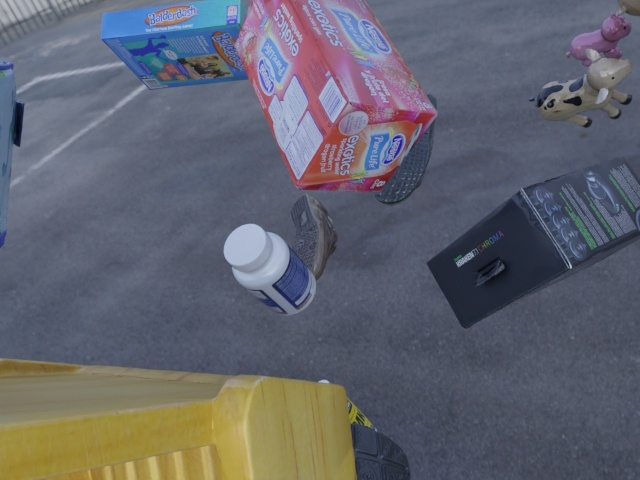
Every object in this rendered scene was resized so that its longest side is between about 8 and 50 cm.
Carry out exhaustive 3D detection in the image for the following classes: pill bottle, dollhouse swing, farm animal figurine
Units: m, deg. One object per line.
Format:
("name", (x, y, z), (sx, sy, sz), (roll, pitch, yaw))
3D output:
("pill bottle", (-0.056, 0.032, 0.644), (0.067, 0.120, 0.067), (-12, 57, 19))
("pill bottle", (0.049, 0.484, 1.573), (0.119, 0.208, 0.119), (-37, 15, 12))
("dollhouse swing", (-0.193, 0.223, 0.422), (0.346, 0.315, 0.305), (-5, 4, 34))
("farm animal figurine", (0.464, -0.286, 0.800), (0.172, 0.330, 0.327), (9, 26, -36))

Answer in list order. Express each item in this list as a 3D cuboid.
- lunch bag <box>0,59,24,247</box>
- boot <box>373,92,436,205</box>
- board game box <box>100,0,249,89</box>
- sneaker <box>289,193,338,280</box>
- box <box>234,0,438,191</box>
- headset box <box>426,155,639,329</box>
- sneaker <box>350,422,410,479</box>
("lunch bag", (-0.246, -0.029, 0.341), (0.090, 0.176, 0.219), (10, 10, -18))
("boot", (0.173, -0.139, 1.093), (0.083, 0.161, 0.247), (14, 66, 19))
("board game box", (-0.201, -0.298, 0.900), (0.210, 0.160, 0.047), (-2, 77, 9))
("sneaker", (0.000, 0.000, 0.839), (0.066, 0.071, 0.188), (-44, 28, 26))
("box", (0.006, -0.191, 0.674), (0.122, 0.128, 0.257), (-1, 53, -34))
("headset box", (0.345, 0.006, 0.926), (0.283, 0.246, 0.131), (-17, 72, -33))
("sneaker", (-0.022, 0.557, 1.413), (0.447, 0.257, 0.169), (13, 53, -20))
